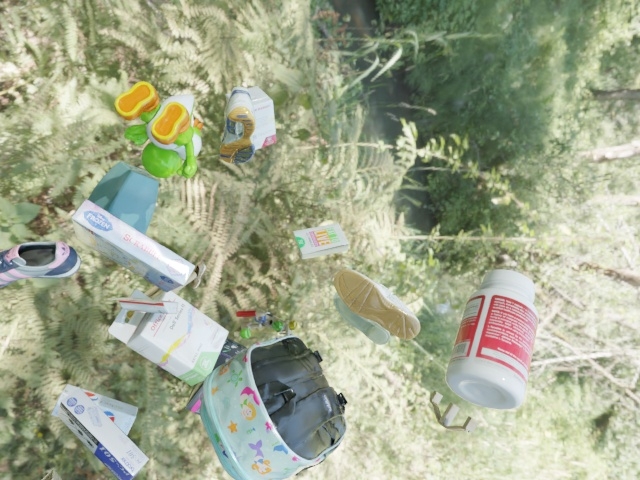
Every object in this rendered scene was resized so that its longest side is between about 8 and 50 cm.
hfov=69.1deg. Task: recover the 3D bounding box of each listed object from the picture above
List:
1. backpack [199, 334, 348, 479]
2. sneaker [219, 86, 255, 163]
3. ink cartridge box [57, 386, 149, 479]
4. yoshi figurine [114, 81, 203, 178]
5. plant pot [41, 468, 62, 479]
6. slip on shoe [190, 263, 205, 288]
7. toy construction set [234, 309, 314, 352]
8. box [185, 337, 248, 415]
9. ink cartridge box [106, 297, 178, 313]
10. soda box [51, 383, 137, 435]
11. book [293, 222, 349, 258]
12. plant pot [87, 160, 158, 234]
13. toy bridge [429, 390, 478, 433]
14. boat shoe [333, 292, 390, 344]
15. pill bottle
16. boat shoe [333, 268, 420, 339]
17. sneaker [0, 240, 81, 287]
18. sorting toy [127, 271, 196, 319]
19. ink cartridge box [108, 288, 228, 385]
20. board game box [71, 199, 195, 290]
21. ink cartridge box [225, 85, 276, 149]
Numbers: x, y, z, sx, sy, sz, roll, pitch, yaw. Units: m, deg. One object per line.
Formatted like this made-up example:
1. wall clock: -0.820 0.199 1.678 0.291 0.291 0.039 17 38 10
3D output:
1. backpack: -0.084 0.285 0.780 0.225 0.191 0.253 60 8 15
2. sneaker: -0.256 -0.358 1.475 0.111 0.296 0.131 4 65 -19
3. ink cartridge box: -0.448 0.403 0.953 0.207 0.097 0.046 43 44 5
4. yoshi figurine: -0.412 -0.252 1.215 0.362 0.203 0.204 128 -45 -83
5. plant pot: -0.739 0.710 1.260 0.109 0.109 0.096 -45 102 -27
6. slip on shoe: -0.595 0.170 2.222 0.135 0.051 0.041 -58 157 16
7. toy construction set: -0.149 0.365 1.739 0.309 0.237 0.257 58 36 -39
8. box: -0.382 0.519 1.764 0.143 0.165 0.270 32 22 -13
9. ink cartridge box: -0.524 0.197 1.382 0.179 0.145 0.045 44 50 -83
10. soda box: -0.652 0.495 1.351 0.216 0.074 0.069 27 86 -16
11. book: 0.000 0.000 1.381 0.035 0.144 0.096 96 -24 -49
12. plant pot: -0.659 -0.131 1.560 0.165 0.165 0.234 22 99 -52
13. toy bridge: 0.333 0.454 1.206 0.026 0.188 0.063 34 84 -15
14. boat shoe: 0.130 0.239 1.485 0.228 0.081 0.069 44 17 -6
15. pill bottle: 0.559 0.302 1.480 0.408 0.229 0.229 -61 138 -32
16. boat shoe: 0.153 0.168 1.290 0.277 0.098 0.096 39 17 -7
17. sneaker: -0.828 0.052 1.241 0.131 0.319 0.112 110 -34 -63
18. sorting toy: -0.676 0.232 1.931 0.307 0.229 0.041 -41 111 -34
19. ink cartridge box: -0.518 0.319 1.616 0.353 0.119 0.207 41 40 -23
20. board game box: -0.535 0.032 1.320 0.318 0.318 0.066 35 68 -17
21. ink cartridge box: -0.244 -0.431 1.647 0.128 0.127 0.176 -23 140 -21
